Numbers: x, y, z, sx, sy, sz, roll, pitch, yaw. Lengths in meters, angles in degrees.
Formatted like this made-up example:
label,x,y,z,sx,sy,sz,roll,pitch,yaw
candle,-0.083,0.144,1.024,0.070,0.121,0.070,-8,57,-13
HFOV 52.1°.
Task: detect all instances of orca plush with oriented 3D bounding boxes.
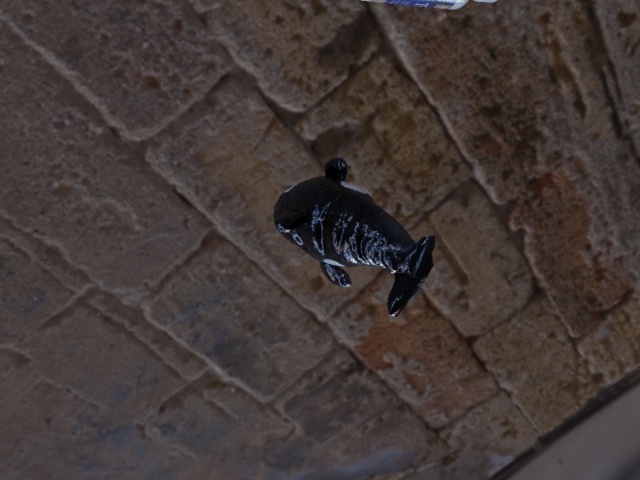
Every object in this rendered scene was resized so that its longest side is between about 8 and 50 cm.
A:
label,x,y,z,sx,sy,sz,roll,pitch,yaw
orca plush,0.000,0.000,0.731,0.287,0.102,0.151,48,137,49

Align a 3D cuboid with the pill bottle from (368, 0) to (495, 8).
label,x,y,z,sx,sy,sz,roll,pitch,yaw
pill bottle,0.093,-0.231,0.551,0.067,0.120,0.066,-178,90,-80
